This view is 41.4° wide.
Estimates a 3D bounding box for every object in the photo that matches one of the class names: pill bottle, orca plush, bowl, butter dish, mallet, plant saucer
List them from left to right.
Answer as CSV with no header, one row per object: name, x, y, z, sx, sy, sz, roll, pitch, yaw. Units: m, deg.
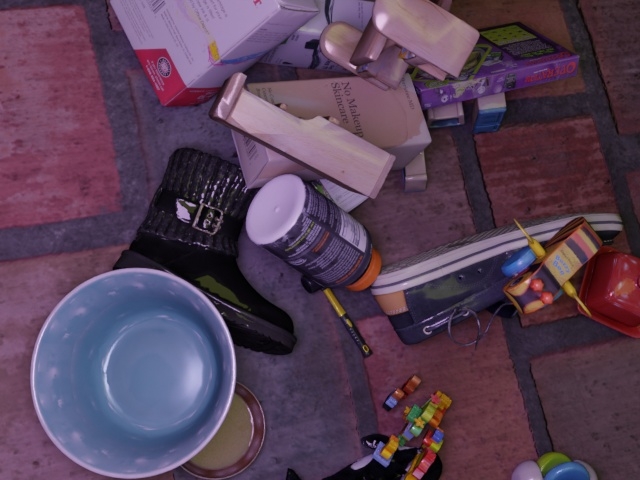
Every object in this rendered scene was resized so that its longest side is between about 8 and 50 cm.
bowl,-0.273,0.208,1.330,0.312,0.163,0.311,-1,79,4
plant saucer,-0.178,0.316,1.428,0.169,0.029,0.168,4,77,-16
pill bottle,0.000,0.000,1.428,0.246,0.130,0.130,35,66,-41
mallet,0.043,0.123,1.538,0.062,0.039,0.189,-41,95,-23
orca plush,0.086,0.404,1.443,0.287,0.102,0.151,7,75,-14
butter dish,0.606,0.090,1.659,0.160,0.118,0.160,24,72,-9

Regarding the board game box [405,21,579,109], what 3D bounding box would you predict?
board game box,0.297,-0.346,1.648,0.347,0.208,0.056,-14,123,-18

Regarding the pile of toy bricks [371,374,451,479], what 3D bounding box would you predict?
pile of toy bricks,0.170,0.304,1.447,0.118,0.105,0.212,37,42,2

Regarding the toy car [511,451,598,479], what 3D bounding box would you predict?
toy car,0.435,0.470,1.508,0.159,0.136,0.182,5,76,-14

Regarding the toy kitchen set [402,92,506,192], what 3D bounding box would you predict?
toy kitchen set,0.256,-0.183,1.647,0.207,0.122,0.166,-6,78,3

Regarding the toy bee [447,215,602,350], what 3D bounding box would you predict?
toy bee,0.370,0.072,1.396,0.195,0.162,0.298,31,81,-6

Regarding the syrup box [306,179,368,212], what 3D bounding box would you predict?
syrup box,-0.015,-0.147,1.551,0.096,0.093,0.237,-35,88,-21

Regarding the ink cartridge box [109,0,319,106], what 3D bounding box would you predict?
ink cartridge box,-0.185,-0.401,1.449,0.131,0.306,0.226,-16,79,-58

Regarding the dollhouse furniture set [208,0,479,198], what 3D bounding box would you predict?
dollhouse furniture set,0.041,-0.298,1.240,0.257,0.362,0.394,27,92,-14

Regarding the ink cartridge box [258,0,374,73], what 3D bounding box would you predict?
ink cartridge box,-0.016,-0.388,1.579,0.209,0.153,0.086,4,77,-14

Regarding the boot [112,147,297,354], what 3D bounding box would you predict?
boot,-0.151,0.016,1.455,0.348,0.131,0.260,31,67,-10

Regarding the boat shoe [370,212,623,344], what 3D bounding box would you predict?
boat shoe,0.336,0.059,1.563,0.500,0.187,0.156,-18,93,-15

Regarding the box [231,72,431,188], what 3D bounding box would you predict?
box,0.016,-0.190,1.450,0.311,0.121,0.148,-11,75,-26
